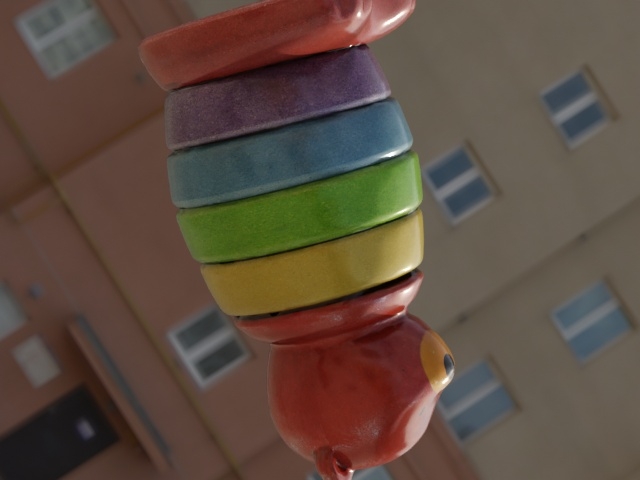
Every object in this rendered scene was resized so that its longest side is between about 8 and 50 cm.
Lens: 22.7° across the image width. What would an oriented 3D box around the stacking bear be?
[{"bbox_3d":[0.000,0.000,0.978,0.175,0.164,0.289,-29,106,-71],"label":"stacking bear"}]
